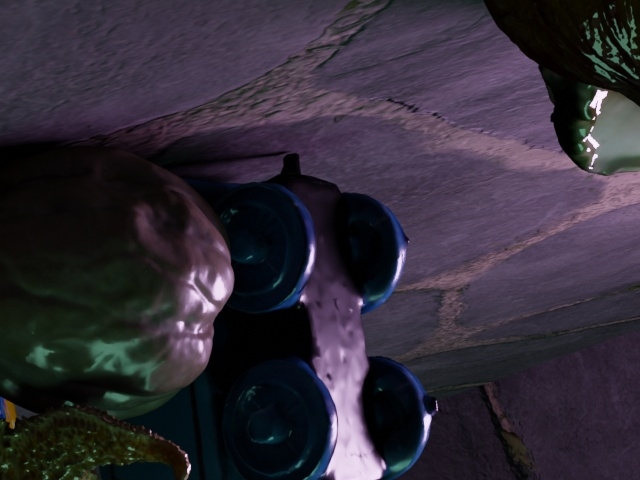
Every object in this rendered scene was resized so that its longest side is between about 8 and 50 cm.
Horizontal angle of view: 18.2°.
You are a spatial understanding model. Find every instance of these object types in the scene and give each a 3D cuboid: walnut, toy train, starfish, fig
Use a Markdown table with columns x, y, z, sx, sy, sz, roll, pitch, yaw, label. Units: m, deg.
| x | y | z | sx | sy | sz | roll | pitch | yaw | label |
| --- | --- | --- | --- | --- | --- | --- | --- | --- | --- |
| -0.178 | 0.031 | 1.478 | 0.224 | 0.224 | 0.224 | -14 | 169 | -3 | walnut |
| -0.065 | 0.084 | 1.633 | 0.265 | 0.300 | 0.188 | -14 | 171 | 33 | toy train |
| -0.255 | 0.189 | 1.514 | 0.301 | 0.084 | 0.293 | 11 | 151 | -2 | starfish |
| 0.179 | -0.124 | 1.182 | 0.133 | 0.201 | 0.146 | -27 | 173 | 11 | fig |

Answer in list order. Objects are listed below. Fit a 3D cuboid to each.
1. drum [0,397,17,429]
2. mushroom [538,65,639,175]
| x | y | z | sx | sy | sz | roll | pitch | yaw | label |
| --- | --- | --- | --- | --- | --- | --- | --- | --- | --- |
| -0.474 | 0.179 | 1.767 | 0.431 | 0.214 | 0.431 | -15 | 170 | -3 | drum |
| 0.312 | -0.154 | 1.416 | 0.344 | 0.130 | 0.247 | -16 | 153 | -3 | mushroom |
